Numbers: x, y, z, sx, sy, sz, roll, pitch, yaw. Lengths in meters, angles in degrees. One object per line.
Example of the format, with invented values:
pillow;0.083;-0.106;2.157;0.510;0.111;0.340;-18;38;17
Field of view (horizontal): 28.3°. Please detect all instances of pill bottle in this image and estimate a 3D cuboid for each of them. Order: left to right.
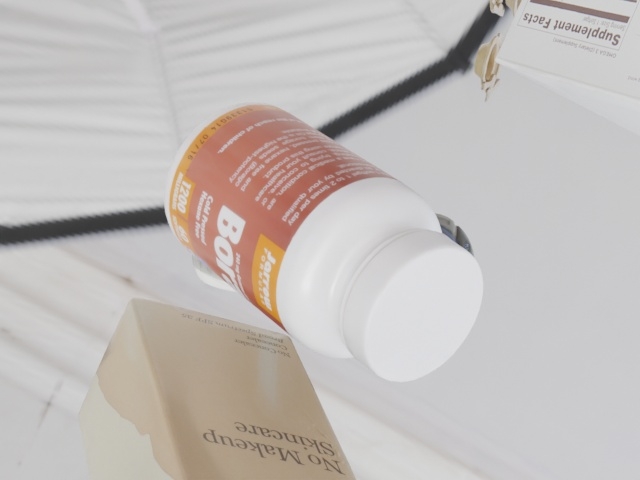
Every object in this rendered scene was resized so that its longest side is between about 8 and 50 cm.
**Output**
pill bottle;0.000;0.000;0.821;0.121;0.121;0.216;2;-157;-40

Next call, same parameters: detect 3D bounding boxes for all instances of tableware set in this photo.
tableware set;0.194;-0.229;1.356;0.020;0.169;0.141;16;-167;16

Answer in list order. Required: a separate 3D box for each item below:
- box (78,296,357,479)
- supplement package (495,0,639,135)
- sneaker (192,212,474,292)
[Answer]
box;-0.065;0.179;0.868;0.148;0.121;0.311;16;-158;-26
supplement package;0.276;-0.103;0.726;0.262;0.145;0.204;21;-174;-34
sneaker;0.010;0.040;1.354;0.297;0.129;0.111;5;-124;-8
